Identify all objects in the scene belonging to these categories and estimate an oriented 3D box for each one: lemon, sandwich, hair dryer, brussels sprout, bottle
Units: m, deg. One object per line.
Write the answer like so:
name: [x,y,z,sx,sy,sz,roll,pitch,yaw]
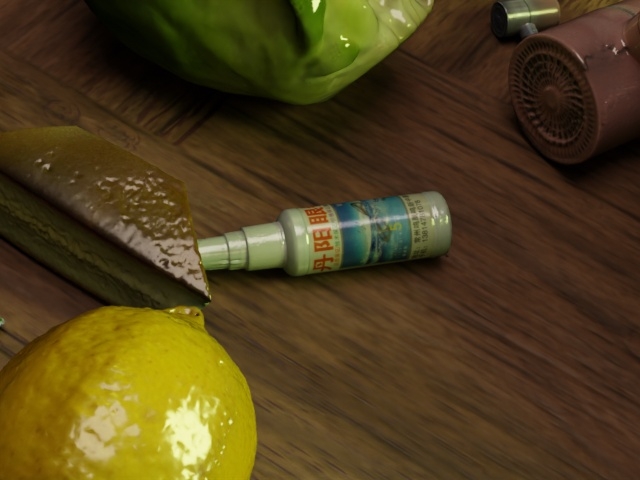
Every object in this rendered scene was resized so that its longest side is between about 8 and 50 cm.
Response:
lemon: [-0.140,0.146,0.889,0.188,0.188,0.256,22,54,10]
sandwich: [-0.176,-0.018,1.085,0.258,0.094,0.096,30,56,15]
hair dryer: [0.219,-0.194,1.338,0.063,0.037,0.114,-10,60,-18]
brussels sprout: [-0.072,-0.296,1.215,0.371,0.315,0.276,59,29,-4]
bottle: [0.000,0.000,1.121,0.217,0.060,0.060,-9,52,-14]
hair dryer: [0.332,-0.198,1.157,0.210,0.352,0.125,-23,81,-27]

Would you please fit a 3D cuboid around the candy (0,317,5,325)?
candy: [-0.277,0.082,1.031,0.030,0.020,0.083,28,51,13]
